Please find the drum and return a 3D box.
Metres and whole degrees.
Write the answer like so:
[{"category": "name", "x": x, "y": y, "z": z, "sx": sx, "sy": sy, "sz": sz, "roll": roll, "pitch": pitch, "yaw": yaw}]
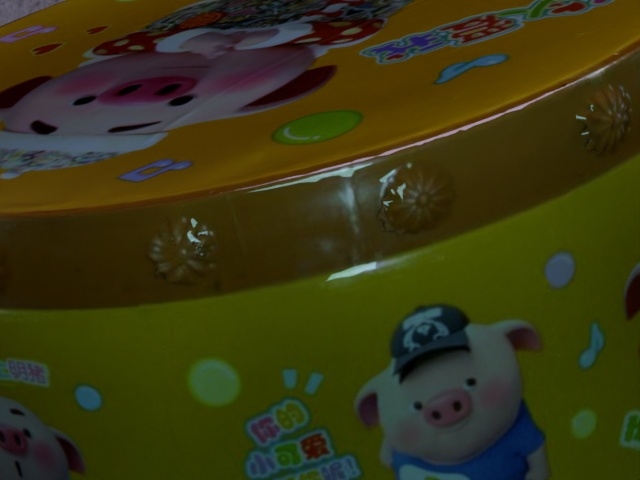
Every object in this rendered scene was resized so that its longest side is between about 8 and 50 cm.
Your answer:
[{"category": "drum", "x": 0.000, "y": 0.000, "z": 0.820, "sx": 0.431, "sy": 0.214, "sz": 0.431, "roll": -13, "pitch": 21, "yaw": 5}]
